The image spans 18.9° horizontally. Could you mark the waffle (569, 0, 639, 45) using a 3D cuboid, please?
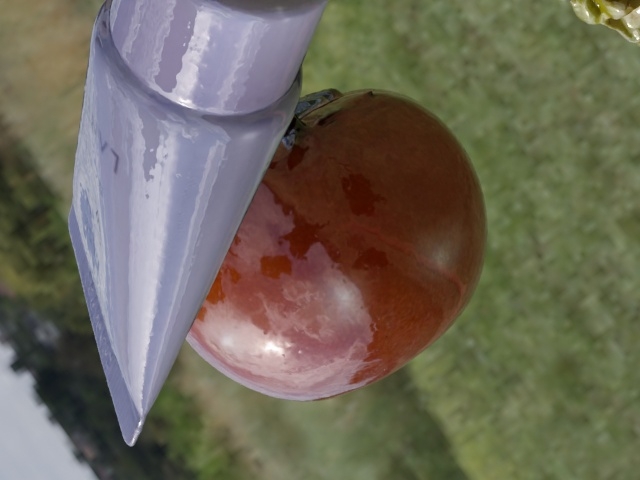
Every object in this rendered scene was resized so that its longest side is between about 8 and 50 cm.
[{"bbox_3d":[0.203,-0.245,1.091,0.058,0.301,0.281,4,115,46],"label":"waffle"}]

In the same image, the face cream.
[{"bbox_3d":[-0.075,-0.041,0.908,0.154,0.096,0.274,67,148,35],"label":"face cream"}]

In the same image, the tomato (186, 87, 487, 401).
[{"bbox_3d":[0.000,0.000,1.435,0.224,0.256,0.256,58,177,-1],"label":"tomato"}]
